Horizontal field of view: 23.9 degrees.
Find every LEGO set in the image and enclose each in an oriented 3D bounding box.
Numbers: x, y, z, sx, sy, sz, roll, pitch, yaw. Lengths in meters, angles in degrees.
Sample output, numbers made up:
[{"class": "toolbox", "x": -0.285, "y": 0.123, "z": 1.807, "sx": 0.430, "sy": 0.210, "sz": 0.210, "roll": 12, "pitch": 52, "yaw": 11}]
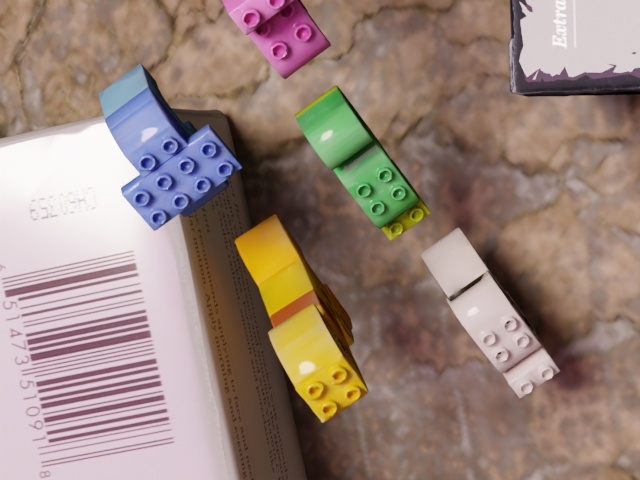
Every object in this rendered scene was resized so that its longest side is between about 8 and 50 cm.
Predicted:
[{"class": "LEGO set", "x": 0.000, "y": 0.000, "z": 0.522, "sx": 0.087, "sy": 0.093, "sz": 0.227, "roll": -36, "pitch": 120, "yaw": 6}]

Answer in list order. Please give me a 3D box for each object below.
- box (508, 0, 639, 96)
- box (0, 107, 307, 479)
[{"class": "box", "x": 0.171, "y": -0.126, "z": 0.498, "sx": 0.207, "sy": 0.108, "sz": 0.153, "roll": 1, "pitch": 96, "yaw": 25}, {"class": "box", "x": -0.116, "y": 0.050, "z": 0.624, "sx": 0.182, "sy": 0.119, "sz": 0.181, "roll": -12, "pitch": 90, "yaw": 11}]
